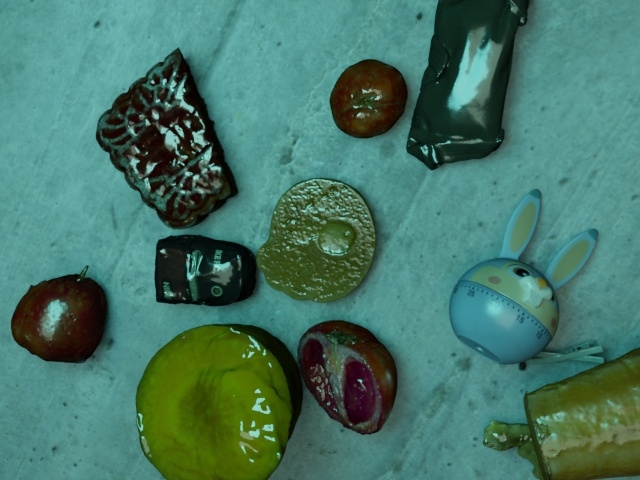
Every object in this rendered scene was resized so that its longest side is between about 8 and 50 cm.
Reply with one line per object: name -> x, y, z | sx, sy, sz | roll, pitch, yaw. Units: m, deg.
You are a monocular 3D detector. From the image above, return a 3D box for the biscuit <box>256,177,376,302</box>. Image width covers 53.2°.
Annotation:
biscuit -> 0.000, 0.000, 1.026 | 0.181, 0.049, 0.208 | 20, 105, 4

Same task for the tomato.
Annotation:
tomato -> 0.058, 0.214, 1.041 | 0.189, 0.099, 0.173 | 23, 125, 43

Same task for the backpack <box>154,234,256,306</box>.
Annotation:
backpack -> -0.190, 0.050, 1.032 | 0.165, 0.106, 0.120 | -1, 96, 17

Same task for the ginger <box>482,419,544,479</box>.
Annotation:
ginger -> 0.348, 0.341, 1.035 | 0.165, 0.067, 0.096 | 2, 96, 15

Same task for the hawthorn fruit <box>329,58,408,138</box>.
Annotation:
hawthorn fruit -> 0.069, -0.207, 0.943 | 0.128, 0.128, 0.128 | 2, 101, 8

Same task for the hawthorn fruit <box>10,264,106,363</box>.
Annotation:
hawthorn fruit -> -0.428, 0.119, 1.068 | 0.148, 0.148, 0.172 | 26, 97, 2

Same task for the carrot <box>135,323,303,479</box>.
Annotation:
carrot -> -0.148, 0.247, 0.975 | 0.242, 0.340, 0.241 | 0, 84, 4

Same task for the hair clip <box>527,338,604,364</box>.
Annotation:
hair clip -> 0.389, 0.180, 1.020 | 0.115, 0.039, 0.030 | -8, 99, 20

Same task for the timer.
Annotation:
timer -> 0.301, 0.066, 0.941 | 0.175, 0.175, 0.255 | 36, 103, 0

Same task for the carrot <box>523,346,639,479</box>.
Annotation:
carrot -> 0.436, 0.263, 0.943 | 0.254, 0.196, 0.196 | -17, 98, 10

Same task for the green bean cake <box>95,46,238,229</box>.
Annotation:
green bean cake -> -0.224, -0.148, 1.005 | 0.198, 0.097, 0.232 | -34, 94, 13

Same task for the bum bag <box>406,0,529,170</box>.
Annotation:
bum bag -> 0.223, -0.257, 0.934 | 0.142, 0.080, 0.326 | 15, 106, 12
